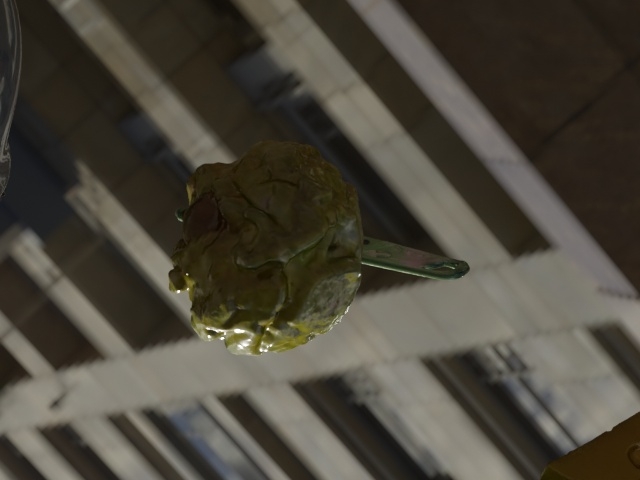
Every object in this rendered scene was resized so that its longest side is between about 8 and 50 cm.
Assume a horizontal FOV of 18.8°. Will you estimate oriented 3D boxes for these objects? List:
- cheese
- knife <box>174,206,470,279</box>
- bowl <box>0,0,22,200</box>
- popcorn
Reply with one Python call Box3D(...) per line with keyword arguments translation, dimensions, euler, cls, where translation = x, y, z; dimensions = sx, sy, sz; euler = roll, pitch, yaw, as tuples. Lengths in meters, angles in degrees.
Box3D(translation=(0.248, 0.213, 1.343), dimensions=(0.126, 0.171, 0.093), euler=(-26, 147, -30), cls="cheese")
Box3D(translation=(0.000, 0.000, 1.317), dimensions=(0.030, 0.207, 0.014), euler=(-64, 164, -54), cls="knife")
Box3D(translation=(-0.307, -0.177, 1.224), dimensions=(0.157, 0.345, 0.345), euler=(-52, -172, 22), cls="bowl")
Box3D(translation=(-0.028, 0.001, 1.056), dimensions=(0.120, 0.116, 0.106), euler=(-41, 175, -18), cls="popcorn")
